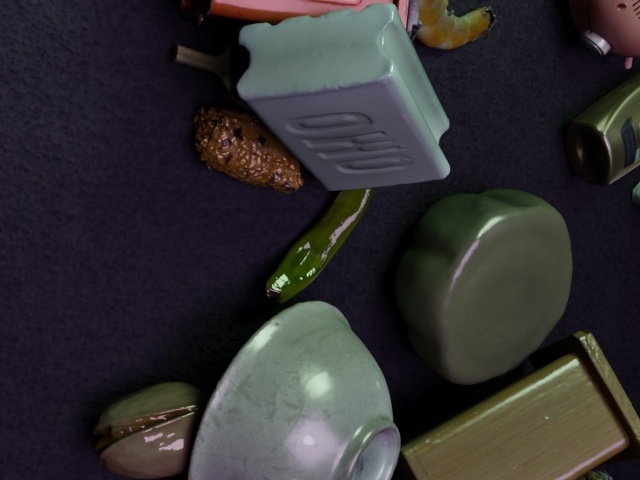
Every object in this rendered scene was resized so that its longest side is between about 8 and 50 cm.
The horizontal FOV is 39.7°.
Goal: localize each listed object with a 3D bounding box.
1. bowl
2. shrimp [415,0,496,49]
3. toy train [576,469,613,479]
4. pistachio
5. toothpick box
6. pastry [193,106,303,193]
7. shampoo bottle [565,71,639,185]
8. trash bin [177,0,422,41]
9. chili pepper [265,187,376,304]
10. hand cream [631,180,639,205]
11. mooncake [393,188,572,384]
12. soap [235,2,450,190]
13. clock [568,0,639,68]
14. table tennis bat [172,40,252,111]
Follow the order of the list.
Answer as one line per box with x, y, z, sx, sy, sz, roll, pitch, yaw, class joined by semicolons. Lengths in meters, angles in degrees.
0.005;0.238;1.038;0.313;0.146;0.313;-33;132;-46;bowl
0.172;-0.324;1.128;0.166;0.049;0.161;-1;106;-36;shrimp
0.322;0.420;1.347;0.261;0.177;0.134;-23;115;-27;toy train
-0.181;0.213;0.989;0.149;0.113;0.113;-10;108;-37;pistachio
0.259;0.286;1.228;0.308;0.187;0.190;-25;79;-15;toothpick box
-0.079;-0.102;1.007;0.140;0.056;0.080;10;85;-34;pastry
0.528;-0.211;1.378;0.350;0.084;0.125;-33;121;-24;shampoo bottle
-0.026;-0.285;0.938;0.239;0.184;0.161;0;103;-23;trash bin
0.000;0.000;1.093;0.052;0.050;0.201;44;74;-18;chili pepper
0.602;-0.046;1.366;0.079;0.255;0.048;19;94;-37;hand cream
0.220;0.058;1.210;0.275;0.135;0.274;-12;113;-31;mooncake
0.035;-0.139;0.940;0.265;0.160;0.087;42;45;-65;soap
0.460;-0.364;1.243;0.241;0.142;0.227;-52;134;2;clock
-0.090;-0.187;0.983;0.157;0.013;0.087;12;67;-32;table tennis bat
